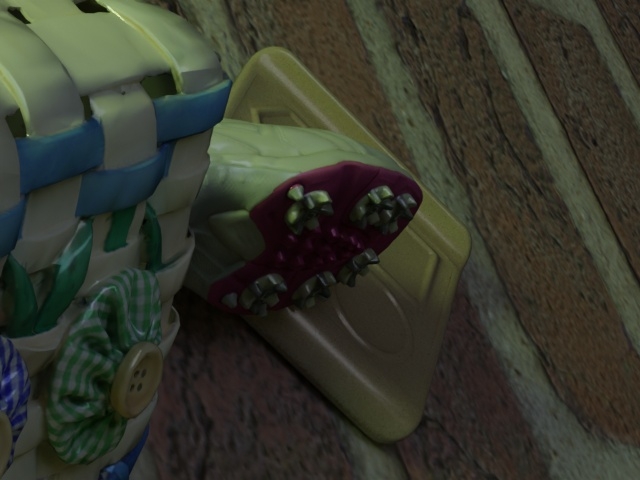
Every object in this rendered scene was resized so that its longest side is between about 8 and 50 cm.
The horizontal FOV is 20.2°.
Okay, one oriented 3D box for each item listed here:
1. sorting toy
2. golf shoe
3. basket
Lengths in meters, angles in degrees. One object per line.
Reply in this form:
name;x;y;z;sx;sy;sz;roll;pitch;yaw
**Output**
sorting toy;0.000;0.000;1.060;0.193;0.038;0.208;44;34;-13
golf shoe;-0.073;-0.036;0.897;0.306;0.115;0.140;-2;48;-48
basket;-0.169;0.046;0.507;0.201;0.289;0.254;39;26;14
